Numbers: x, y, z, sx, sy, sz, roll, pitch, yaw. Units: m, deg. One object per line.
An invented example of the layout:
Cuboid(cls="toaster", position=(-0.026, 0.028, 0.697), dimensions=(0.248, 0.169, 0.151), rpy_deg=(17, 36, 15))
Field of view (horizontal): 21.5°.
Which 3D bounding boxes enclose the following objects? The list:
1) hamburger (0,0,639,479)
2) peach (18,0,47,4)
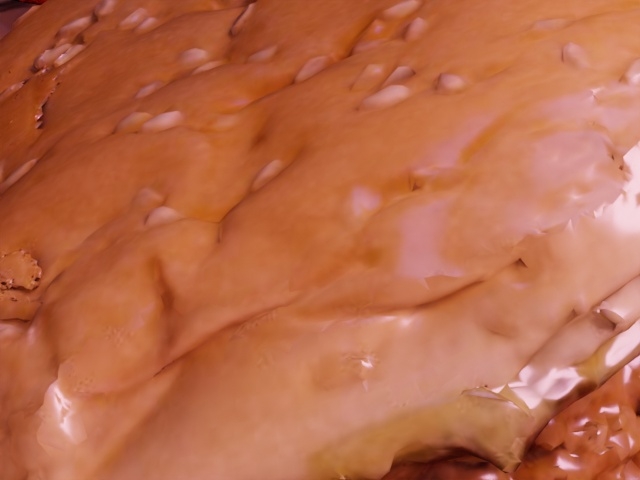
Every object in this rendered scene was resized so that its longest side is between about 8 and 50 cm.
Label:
Cuboid(cls="hamburger", position=(0.001, -0.001, 0.435), dimensions=(0.259, 0.144, 0.283), rpy_deg=(-21, 32, 4))
Cuboid(cls="peach", position=(-0.100, -0.225, 0.751), dimensions=(0.338, 0.281, 0.281), rpy_deg=(-12, 33, -30))
